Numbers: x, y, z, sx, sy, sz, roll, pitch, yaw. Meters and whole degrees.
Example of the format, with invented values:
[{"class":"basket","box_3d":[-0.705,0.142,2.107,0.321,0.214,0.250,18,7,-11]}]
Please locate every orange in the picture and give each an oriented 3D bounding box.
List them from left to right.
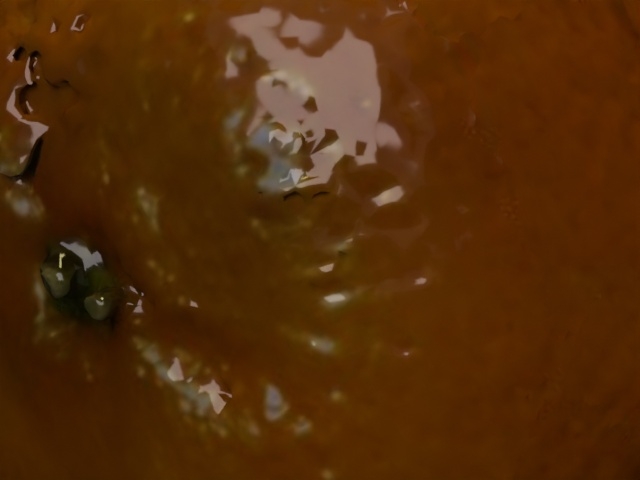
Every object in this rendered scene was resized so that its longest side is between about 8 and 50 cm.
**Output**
[{"class":"orange","box_3d":[0.000,0.000,0.717,0.424,0.326,0.424,2,94,30]}]
